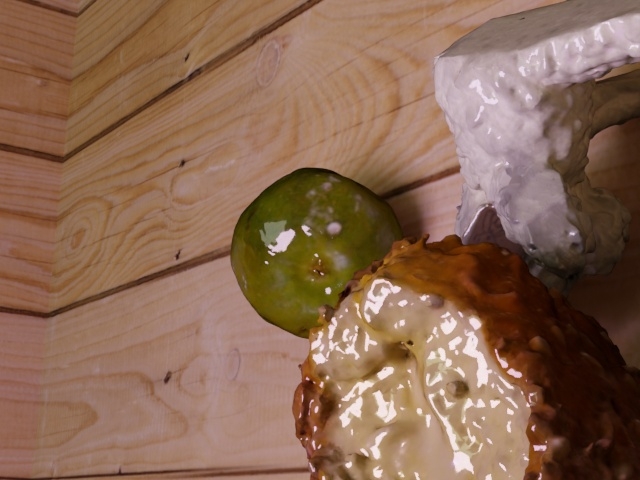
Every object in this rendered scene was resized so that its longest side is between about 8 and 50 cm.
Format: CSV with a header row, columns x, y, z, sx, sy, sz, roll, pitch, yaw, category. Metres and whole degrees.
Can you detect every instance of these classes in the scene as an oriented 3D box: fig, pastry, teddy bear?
x,y,z,sx,sy,sz,roll,pitch,yaw,category
0.006,0.024,1.546,0.314,0.233,0.233,45,-130,-76,fig
0.153,0.201,0.954,0.292,0.337,0.405,-43,47,19,pastry
0.269,-0.053,1.108,0.375,0.327,0.362,-12,112,29,teddy bear
